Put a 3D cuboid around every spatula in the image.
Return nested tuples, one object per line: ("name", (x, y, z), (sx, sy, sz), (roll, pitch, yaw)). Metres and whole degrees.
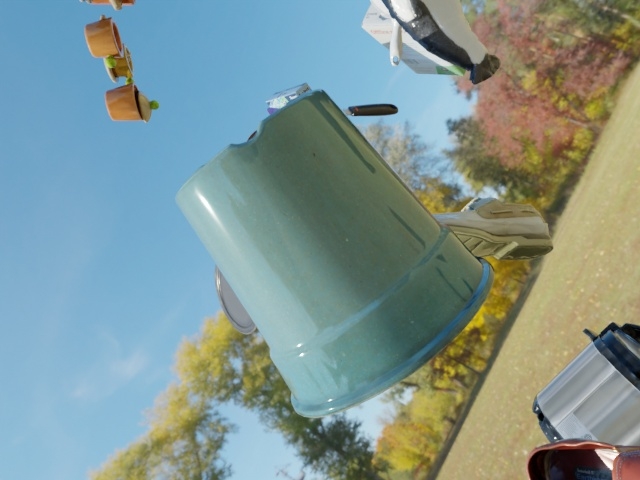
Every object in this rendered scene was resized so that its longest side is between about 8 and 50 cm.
("spatula", (0.038, -0.247, 1.087), (0.296, 0.084, 0.030), (-15, -31, -26))

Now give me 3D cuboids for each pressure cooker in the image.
("pressure cooker", (0.869, 0.458, 1.529), (0.420, 0.370, 0.375), (-54, -3, 17))

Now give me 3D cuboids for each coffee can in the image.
("coffee can", (-0.095, 0.096, 1.368), (0.275, 0.201, 0.201), (-16, -46, -36))

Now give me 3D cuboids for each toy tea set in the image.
("toy tea set", (-0.377, -0.401, 1.062), (0.200, 0.124, 0.336), (-112, 13, -60))

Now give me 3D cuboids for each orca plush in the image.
("orca plush", (0.138, -0.334, 0.746), (0.151, 0.287, 0.102), (-50, 10, -12))

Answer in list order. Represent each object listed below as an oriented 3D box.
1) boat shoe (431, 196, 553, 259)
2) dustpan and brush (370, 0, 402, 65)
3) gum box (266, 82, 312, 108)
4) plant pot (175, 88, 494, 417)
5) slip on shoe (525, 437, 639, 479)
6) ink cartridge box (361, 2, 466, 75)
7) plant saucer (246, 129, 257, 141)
("boat shoe", (0.313, -0.026, 1.074), (0.113, 0.302, 0.103), (134, 136, -55))
("dustpan and brush", (0.133, -0.405, 0.916), (0.060, 0.147, 0.211), (-105, 15, -79))
("gum box", (-0.028, -0.271, 1.275), (0.041, 0.157, 0.184), (-46, -65, -18))
("plant pot", (0.000, 0.000, 0.758), (0.341, 0.334, 0.341), (-36, 7, 5))
("slip on shoe", (0.387, 0.288, 0.631), (0.101, 0.331, 0.123), (13, -108, -30))
("ink cartridge box", (0.220, -0.457, 1.207), (0.212, 0.154, 0.093), (21, -87, -39))
("plant saucer", (-0.163, -0.284, 1.762), (0.168, 0.168, 0.029), (-65, 16, 7))
